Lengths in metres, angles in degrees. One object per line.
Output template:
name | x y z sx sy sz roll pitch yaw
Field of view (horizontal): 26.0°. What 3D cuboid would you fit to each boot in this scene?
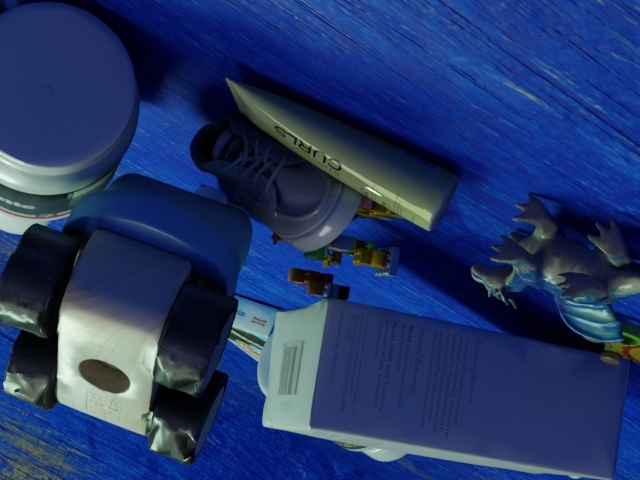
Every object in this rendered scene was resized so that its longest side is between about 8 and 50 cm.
boot | -0.060 -0.065 1.445 0.123 0.095 0.258 35 172 -24

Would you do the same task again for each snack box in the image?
snack box | -0.067 0.192 2.470 0.187 0.060 0.322 16 162 39

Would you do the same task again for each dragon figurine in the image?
dragon figurine | 0.253 0.039 1.294 0.289 0.085 0.144 21 167 40

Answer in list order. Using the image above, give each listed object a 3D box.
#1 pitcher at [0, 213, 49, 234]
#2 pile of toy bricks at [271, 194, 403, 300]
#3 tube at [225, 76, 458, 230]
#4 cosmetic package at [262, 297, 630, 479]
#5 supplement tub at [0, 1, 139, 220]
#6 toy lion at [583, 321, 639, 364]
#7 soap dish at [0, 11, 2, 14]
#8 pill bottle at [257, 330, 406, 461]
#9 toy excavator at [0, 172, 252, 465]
pitcher | -0.439 -0.096 2.034 0.178 0.125 0.207 6 149 16
pile of toy bricks | 0.000 0.000 1.524 0.105 0.118 0.212 12 172 -25
tube | 0.016 -0.088 1.345 0.240 0.062 0.070 29 128 12
cosmetic package | 0.146 0.183 1.658 0.385 0.156 0.217 11 171 -17
supplement tub | -0.293 -0.131 1.465 0.191 0.191 0.272 29 166 -8
toy lion | 0.348 0.115 1.520 0.096 0.034 0.100 8 157 35
soap dish | -0.517 -0.198 1.496 0.229 0.291 0.118 21 145 25
pill bottle | 0.042 0.246 2.260 0.161 0.161 0.283 12 159 46
toy excavator | -0.165 0.032 1.580 0.222 0.445 0.433 20 143 4
